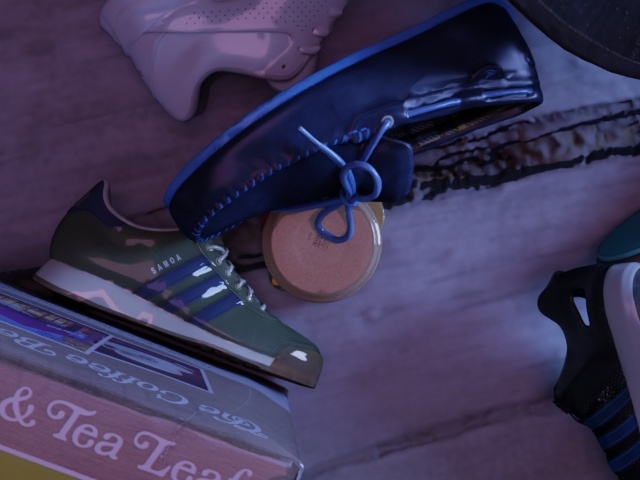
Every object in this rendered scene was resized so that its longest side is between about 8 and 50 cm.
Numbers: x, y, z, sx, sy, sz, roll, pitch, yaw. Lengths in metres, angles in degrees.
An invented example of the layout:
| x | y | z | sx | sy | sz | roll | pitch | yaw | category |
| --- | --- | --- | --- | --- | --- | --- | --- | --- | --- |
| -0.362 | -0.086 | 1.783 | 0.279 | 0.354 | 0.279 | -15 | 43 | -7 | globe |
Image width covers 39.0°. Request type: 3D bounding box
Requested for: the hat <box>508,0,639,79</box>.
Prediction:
| x | y | z | sx | sy | sz | roll | pitch | yaw | category |
| --- | --- | --- | --- | --- | --- | --- | --- | --- | --- |
| 0.213 | -0.241 | 0.567 | 0.331 | 0.134 | 0.331 | -1 | 96 | -9 | hat |

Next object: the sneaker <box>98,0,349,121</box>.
| x | y | z | sx | sy | sz | roll | pitch | yaw | category |
| --- | --- | --- | --- | --- | --- | --- | --- | --- | --- |
| -0.017 | -0.152 | 0.582 | 0.232 | 0.090 | 0.115 | -27 | 97 | 6 | sneaker |

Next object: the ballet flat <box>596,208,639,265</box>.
| x | y | z | sx | sy | sz | roll | pitch | yaw | category |
| --- | --- | --- | --- | --- | --- | --- | --- | --- | --- |
| 0.272 | -0.021 | 0.602 | 0.188 | 0.070 | 0.070 | -38 | 91 | 0 | ballet flat |

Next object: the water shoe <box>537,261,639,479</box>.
| x | y | z | sx | sy | sz | roll | pitch | yaw | category |
| --- | --- | --- | --- | --- | --- | --- | --- | --- | --- |
| 0.200 | 0.106 | 0.599 | 0.073 | 0.080 | 0.203 | -32 | 113 | -45 | water shoe |

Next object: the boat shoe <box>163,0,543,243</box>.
| x | y | z | sx | sy | sz | roll | pitch | yaw | category |
| --- | --- | --- | --- | --- | --- | --- | --- | --- | --- |
| 0.031 | -0.064 | 0.552 | 0.258 | 0.109 | 0.089 | -31 | 85 | -9 | boat shoe |

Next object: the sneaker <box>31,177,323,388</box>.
| x | y | z | sx | sy | sz | roll | pitch | yaw | category |
| --- | --- | --- | --- | --- | --- | --- | --- | --- | --- |
| -0.077 | 0.023 | 0.578 | 0.192 | 0.064 | 0.086 | 22 | 78 | -8 | sneaker |

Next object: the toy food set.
| x | y | z | sx | sy | sz | roll | pitch | yaw | category |
| --- | --- | --- | --- | --- | --- | --- | --- | --- | --- |
| 0.000 | 0.000 | 0.604 | 0.082 | 0.020 | 0.083 | 7 | 89 | -3 | toy food set |

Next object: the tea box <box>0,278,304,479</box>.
| x | y | z | sx | sy | sz | roll | pitch | yaw | category |
| --- | --- | --- | --- | --- | --- | --- | --- | --- | --- |
| -0.218 | 0.186 | 0.491 | 0.329 | 0.220 | 0.323 | 22 | 89 | -3 | tea box |
